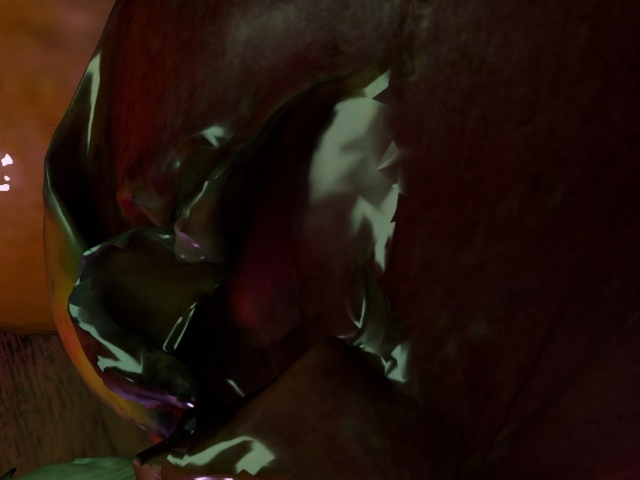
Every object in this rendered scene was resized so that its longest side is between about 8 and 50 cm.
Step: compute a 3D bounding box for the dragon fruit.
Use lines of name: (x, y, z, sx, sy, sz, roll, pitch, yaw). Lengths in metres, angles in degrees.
dragon fruit: (0.047, -0.019, 0.510, 0.250, 0.250, 0.315, -48, -13, 27)

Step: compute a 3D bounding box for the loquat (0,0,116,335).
loquat: (-0.094, -0.118, 0.802, 0.328, 0.328, 0.328, -44, 30, 34)

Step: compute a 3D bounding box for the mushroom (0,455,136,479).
mushroom: (-0.066, 0.127, 0.750, 0.100, 0.081, 0.312, -26, 11, -25)
